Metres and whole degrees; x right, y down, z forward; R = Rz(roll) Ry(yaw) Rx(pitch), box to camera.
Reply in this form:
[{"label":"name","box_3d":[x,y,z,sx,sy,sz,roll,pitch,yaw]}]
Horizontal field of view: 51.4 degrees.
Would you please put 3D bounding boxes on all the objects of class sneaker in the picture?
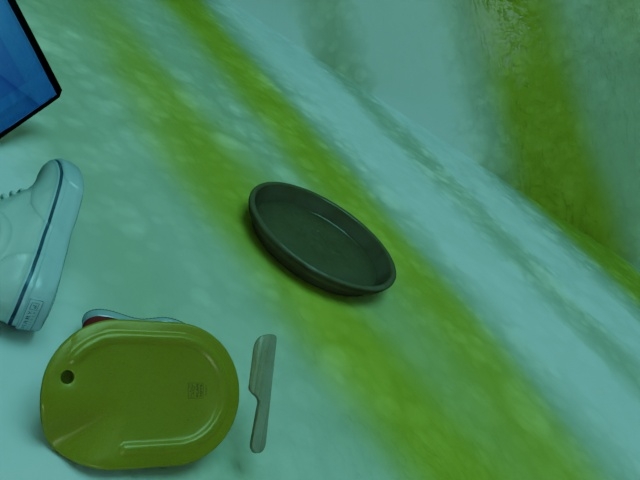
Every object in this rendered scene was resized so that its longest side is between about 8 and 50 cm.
[{"label":"sneaker","box_3d":[-0.309,-0.018,0.690,0.091,0.094,0.258,24,26,-27]},{"label":"sneaker","box_3d":[-0.182,0.108,0.674,0.119,0.042,0.067,12,27,-24]}]

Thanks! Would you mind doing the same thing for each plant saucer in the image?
[{"label":"plant saucer","box_3d":[0.000,0.000,1.101,0.278,0.041,0.278,26,25,-14]}]

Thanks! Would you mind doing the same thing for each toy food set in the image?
[{"label":"toy food set","box_3d":[-0.152,0.144,0.620,0.218,0.071,0.128,9,70,-32]}]

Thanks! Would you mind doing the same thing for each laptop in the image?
[{"label":"laptop","box_3d":[-0.386,-0.209,0.746,0.137,0.234,0.264,-28,36,-14]}]
